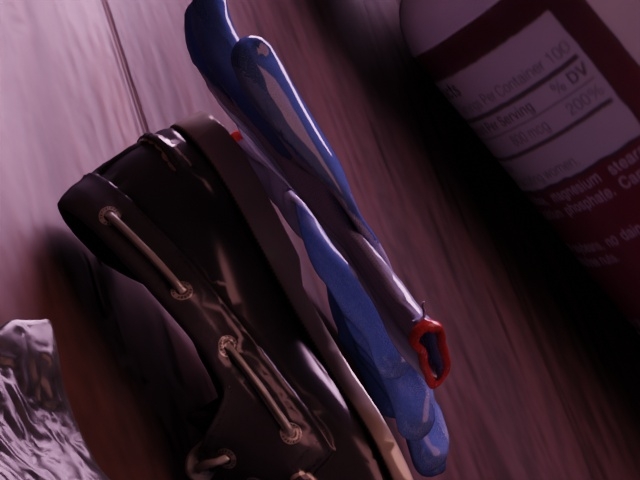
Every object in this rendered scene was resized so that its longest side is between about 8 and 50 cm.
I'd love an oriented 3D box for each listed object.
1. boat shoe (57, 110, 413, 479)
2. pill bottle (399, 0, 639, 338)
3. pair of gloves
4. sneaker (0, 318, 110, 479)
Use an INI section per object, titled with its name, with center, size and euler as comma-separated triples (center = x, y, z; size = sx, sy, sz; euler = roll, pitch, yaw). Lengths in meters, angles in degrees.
[boat shoe]
center = -0.023, 0.059, 0.637
size = 0.065, 0.075, 0.206
euler = -24, 82, -19
[pill bottle]
center = 0.181, -0.100, 0.942
size = 0.392, 0.224, 0.224
euler = 51, 27, -7
[pair of gloves]
center = 0.000, 0.000, 0.666
size = 0.159, 0.023, 0.198
euler = 57, -6, 23
[sneaker]
center = -0.069, 0.103, 0.497
size = 0.089, 0.051, 0.170
euler = -13, 66, -56
